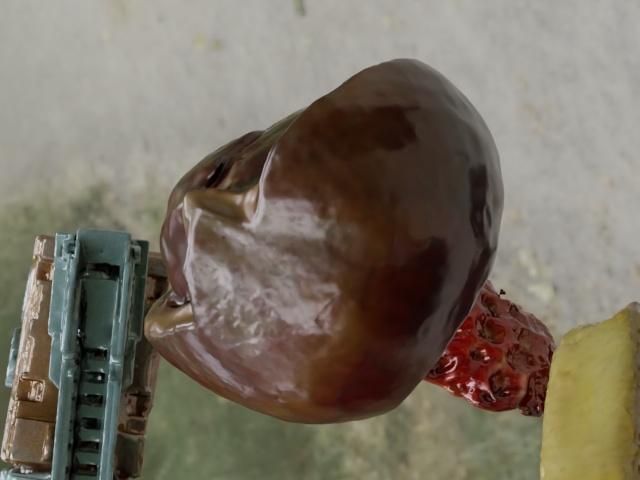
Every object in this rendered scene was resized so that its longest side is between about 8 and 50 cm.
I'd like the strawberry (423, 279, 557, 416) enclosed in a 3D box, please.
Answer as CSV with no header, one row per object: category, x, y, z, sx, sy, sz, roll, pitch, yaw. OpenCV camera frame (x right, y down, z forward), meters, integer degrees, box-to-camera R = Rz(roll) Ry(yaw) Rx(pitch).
strawberry,0.063,0.029,1.218,0.111,0.236,0.190,-69,-20,3

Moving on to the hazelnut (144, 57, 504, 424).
hazelnut,0.004,-0.002,0.911,0.170,0.160,0.202,-57,-8,-67

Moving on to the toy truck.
toy truck,-0.200,0.163,1.508,0.184,0.133,0.338,150,129,-79

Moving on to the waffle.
waffle,0.143,0.168,0.766,0.168,0.057,0.274,59,-154,-27
